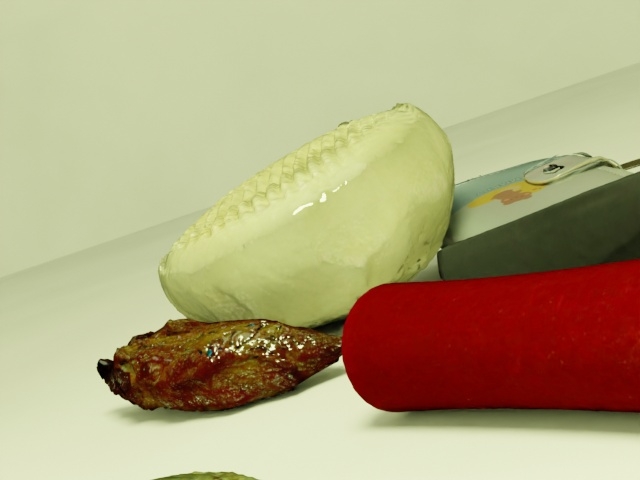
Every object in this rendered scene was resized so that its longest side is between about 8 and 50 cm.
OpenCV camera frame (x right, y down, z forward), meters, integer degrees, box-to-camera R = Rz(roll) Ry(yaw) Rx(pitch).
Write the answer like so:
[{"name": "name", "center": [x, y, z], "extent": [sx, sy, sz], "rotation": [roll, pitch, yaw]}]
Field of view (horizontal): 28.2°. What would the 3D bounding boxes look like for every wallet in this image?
[{"name": "wallet", "center": [0.178, -0.020, 1.094], "extent": [0.170, 0.069, 0.231], "rotation": [-24, 14, -7]}]

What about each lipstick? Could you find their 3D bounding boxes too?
[{"name": "lipstick", "center": [0.109, 0.052, 0.662], "extent": [0.080, 0.080, 0.241], "rotation": [-24, 9, -36]}]

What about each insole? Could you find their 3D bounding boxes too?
[{"name": "insole", "center": [0.320, -0.077, 1.402], "extent": [0.135, 0.002, 0.045], "rotation": [-18, 7, 10]}]

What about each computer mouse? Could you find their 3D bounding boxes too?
[{"name": "computer mouse", "center": [0.190, 0.006, 0.768], "extent": [0.137, 0.086, 0.269], "rotation": [-13, -6, -36]}]

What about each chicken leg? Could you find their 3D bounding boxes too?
[{"name": "chicken leg", "center": [-0.081, 0.090, 0.939], "extent": [0.234, 0.063, 0.105], "rotation": [-8, 17, 47]}]

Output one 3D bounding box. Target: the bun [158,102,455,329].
[{"name": "bun", "center": [0.000, 0.000, 1.087], "extent": [0.287, 0.146, 0.287], "rotation": [-33, 9, 6]}]

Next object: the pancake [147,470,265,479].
[{"name": "pancake", "center": [-0.112, 0.161, 0.569], "extent": [0.253, 0.037, 0.253], "rotation": [-19, 8, 3]}]
